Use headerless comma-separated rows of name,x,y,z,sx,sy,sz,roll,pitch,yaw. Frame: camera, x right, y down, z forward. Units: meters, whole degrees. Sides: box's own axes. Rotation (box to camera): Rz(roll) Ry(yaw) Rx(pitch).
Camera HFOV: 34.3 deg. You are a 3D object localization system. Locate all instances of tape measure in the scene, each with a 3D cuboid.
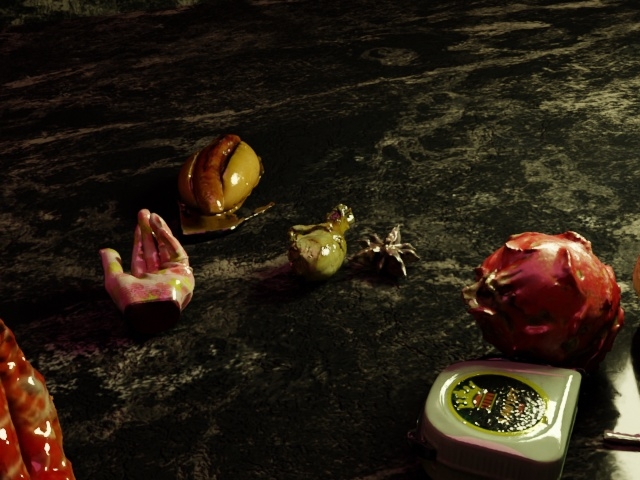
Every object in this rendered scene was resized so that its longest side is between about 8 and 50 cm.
tape measure,0.229,0.236,1.347,0.207,0.115,0.235,9,30,18

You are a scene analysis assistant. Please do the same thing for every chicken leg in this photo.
chicken leg,0.000,0.000,1.838,0.103,0.088,0.227,-15,27,23

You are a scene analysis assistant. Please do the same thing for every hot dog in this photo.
hot dog,-0.197,-0.128,2.088,0.194,0.107,0.326,-9,30,-1

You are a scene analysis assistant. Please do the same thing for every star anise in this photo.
star anise,0.117,0.013,1.808,0.124,0.056,0.129,16,39,17

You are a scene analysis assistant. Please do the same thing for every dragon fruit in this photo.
dragon fruit,0.305,0.082,1.456,0.268,0.210,0.205,10,15,-36

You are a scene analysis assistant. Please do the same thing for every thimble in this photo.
thimble,-0.444,0.270,1.246,0.230,0.350,0.350,-19,31,-7

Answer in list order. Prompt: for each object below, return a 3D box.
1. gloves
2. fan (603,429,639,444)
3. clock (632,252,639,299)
gloves,-0.295,0.053,1.792,0.145,0.126,0.241,-32,31,13
fan,0.529,0.267,1.306,0.335,0.011,0.229,3,32,19
clock,0.645,0.003,1.484,0.348,0.286,0.117,-8,53,-10
